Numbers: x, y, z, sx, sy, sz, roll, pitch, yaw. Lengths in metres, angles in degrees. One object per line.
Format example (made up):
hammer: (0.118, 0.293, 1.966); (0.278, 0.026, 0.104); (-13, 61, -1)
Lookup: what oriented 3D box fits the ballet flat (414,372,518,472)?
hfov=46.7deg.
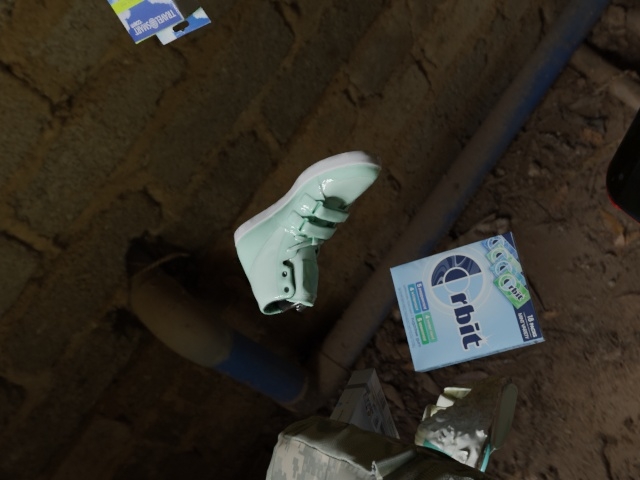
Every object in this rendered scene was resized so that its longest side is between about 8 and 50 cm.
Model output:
ballet flat: (0.251, 0.300, 1.269); (0.146, 0.409, 0.147); (-1, 88, 21)

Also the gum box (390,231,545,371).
gum box: (0.207, 0.090, 1.061); (0.184, 0.041, 0.157); (-17, 72, 17)

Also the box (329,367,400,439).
box: (0.063, 0.297, 1.088); (0.038, 0.145, 0.186); (-14, 17, 22)

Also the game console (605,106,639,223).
game console: (0.582, -0.152, 1.021); (0.342, 0.060, 0.387); (57, 134, 52)

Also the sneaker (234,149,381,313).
sneaker: (0.000, 0.000, 0.965); (0.256, 0.094, 0.151); (-37, 60, 32)

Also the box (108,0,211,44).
box: (-0.221, -0.317, 0.885); (0.109, 0.178, 0.042); (-6, 35, 44)

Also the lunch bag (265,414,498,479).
lunch bag: (0.080, 0.245, 0.477); (0.168, 0.235, 0.287); (-24, 92, -19)
